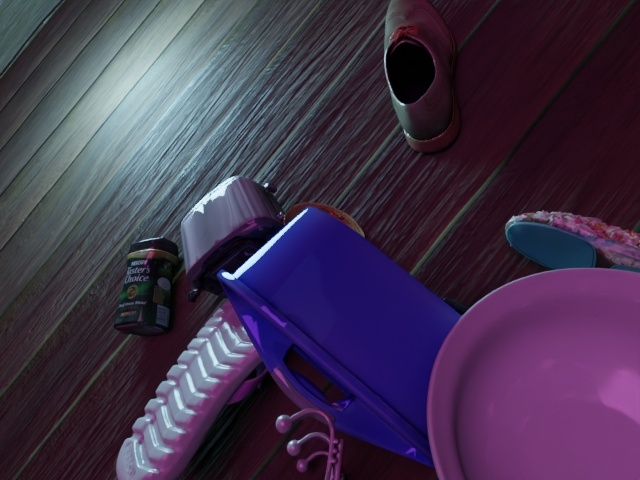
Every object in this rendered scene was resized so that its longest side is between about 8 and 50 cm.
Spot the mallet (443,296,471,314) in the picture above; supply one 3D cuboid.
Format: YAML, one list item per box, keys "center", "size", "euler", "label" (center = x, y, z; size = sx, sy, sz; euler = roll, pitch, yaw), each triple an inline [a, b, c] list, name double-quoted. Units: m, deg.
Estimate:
- center: [0.246, 0.119, 0.627]
  size: [0.190, 0.062, 0.039]
  euler: [23, 78, 50]
  label: "mallet"

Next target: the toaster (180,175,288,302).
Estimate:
- center: [-0.155, -0.004, 0.850]
  size: [0.227, 0.129, 0.146]
  euler: [-38, 50, 18]
  label: "toaster"

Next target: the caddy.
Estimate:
- center: [0.029, 0.124, 0.580]
  size: [0.341, 0.241, 0.179]
  euler: [39, 76, 9]
  label: "caddy"

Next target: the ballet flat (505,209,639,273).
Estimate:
- center: [0.355, 0.014, 0.595]
  size: [0.241, 0.091, 0.077]
  euler: [25, 50, 31]
  label: "ballet flat"

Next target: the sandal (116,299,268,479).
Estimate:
- center: [-0.142, 0.204, 0.759]
  size: [0.416, 0.102, 0.169]
  euler: [-49, 35, -18]
  label: "sandal"

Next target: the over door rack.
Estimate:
- center: [-0.015, 0.369, 0.498]
  size: [0.108, 0.239, 0.324]
  euler: [-5, 56, 1]
  label: "over door rack"

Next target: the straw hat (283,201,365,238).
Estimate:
- center: [0.000, 0.000, 0.795]
  size: [0.144, 0.145, 0.061]
  euler: [45, 131, 36]
  label: "straw hat"

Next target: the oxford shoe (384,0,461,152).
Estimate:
- center: [0.164, -0.324, 0.820]
  size: [0.123, 0.130, 0.348]
  euler: [-18, 60, 21]
  label: "oxford shoe"

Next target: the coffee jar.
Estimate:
- center: [-0.332, 0.086, 0.934]
  size: [0.096, 0.079, 0.184]
  euler: [-12, 61, 24]
  label: "coffee jar"

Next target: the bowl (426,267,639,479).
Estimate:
- center: [0.242, 0.177, 0.412]
  size: [0.298, 0.134, 0.297]
  euler: [-7, 48, 8]
  label: "bowl"
